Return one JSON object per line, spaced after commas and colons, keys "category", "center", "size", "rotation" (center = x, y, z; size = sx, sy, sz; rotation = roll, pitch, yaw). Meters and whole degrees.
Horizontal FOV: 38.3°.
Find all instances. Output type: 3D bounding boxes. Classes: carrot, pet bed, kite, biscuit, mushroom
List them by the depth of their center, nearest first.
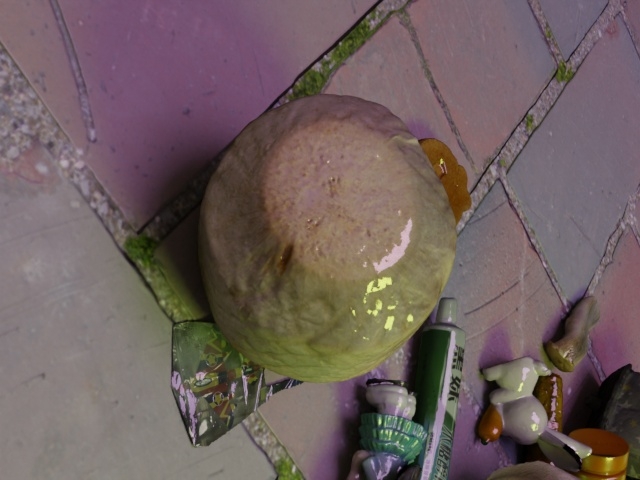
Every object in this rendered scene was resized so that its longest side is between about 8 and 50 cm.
{"category": "kite", "center": [-0.074, 0.148, 1.085], "size": [0.245, 0.015, 0.141], "rotation": [-10, 93, -46]}
{"category": "biscuit", "center": [0.139, -0.060, 1.332], "size": [0.249, 0.035, 0.184], "rotation": [-41, 113, -43]}
{"category": "carrot", "center": [0.355, 0.335, 1.464], "size": [0.070, 0.070, 0.260], "rotation": [22, 67, -42]}
{"category": "pet bed", "center": [0.524, 0.341, 1.595], "size": [0.211, 0.159, 0.183], "rotation": [-49, 142, -38]}
{"category": "mushroom", "center": [0.448, 0.159, 1.615], "size": [0.202, 0.054, 0.059], "rotation": [-44, 120, -47]}

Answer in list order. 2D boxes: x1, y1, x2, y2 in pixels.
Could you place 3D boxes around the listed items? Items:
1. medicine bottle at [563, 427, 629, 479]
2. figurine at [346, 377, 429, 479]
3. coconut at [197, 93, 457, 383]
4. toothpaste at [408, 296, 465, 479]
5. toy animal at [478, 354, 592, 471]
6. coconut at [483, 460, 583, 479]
{"category": "medicine bottle", "center": [0.431, 0.406, 1.472], "size": [0.096, 0.096, 0.192], "rotation": [-18, 117, -47]}
{"category": "figurine", "center": [0.086, 0.305, 1.165], "size": [0.138, 0.110, 0.245], "rotation": [51, 41, -51]}
{"category": "coconut", "center": [0.000, 0.000, 1.014], "size": [0.329, 0.329, 0.328], "rotation": [10, 76, -45]}
{"category": "toothpaste", "center": [0.152, 0.265, 1.268], "size": [0.099, 0.061, 0.392], "rotation": [27, 66, -43]}
{"category": "toy animal", "center": [0.317, 0.270, 1.403], "size": [0.131, 0.127, 0.181], "rotation": [0, 72, -53]}
{"category": "coconut", "center": [0.324, 0.445, 1.291], "size": [0.266, 0.237, 0.237], "rotation": [37, 58, -32]}
